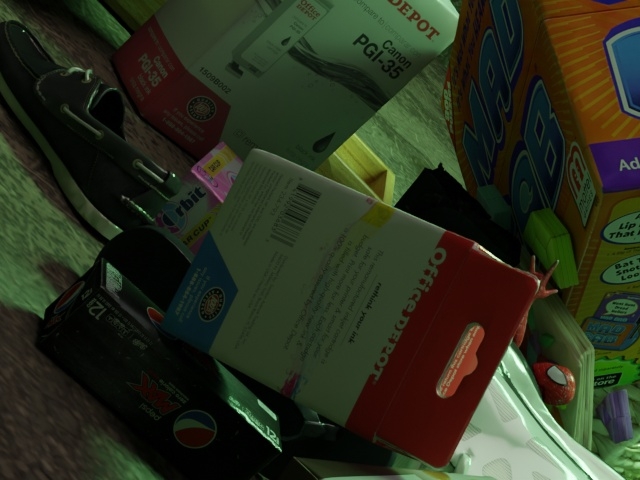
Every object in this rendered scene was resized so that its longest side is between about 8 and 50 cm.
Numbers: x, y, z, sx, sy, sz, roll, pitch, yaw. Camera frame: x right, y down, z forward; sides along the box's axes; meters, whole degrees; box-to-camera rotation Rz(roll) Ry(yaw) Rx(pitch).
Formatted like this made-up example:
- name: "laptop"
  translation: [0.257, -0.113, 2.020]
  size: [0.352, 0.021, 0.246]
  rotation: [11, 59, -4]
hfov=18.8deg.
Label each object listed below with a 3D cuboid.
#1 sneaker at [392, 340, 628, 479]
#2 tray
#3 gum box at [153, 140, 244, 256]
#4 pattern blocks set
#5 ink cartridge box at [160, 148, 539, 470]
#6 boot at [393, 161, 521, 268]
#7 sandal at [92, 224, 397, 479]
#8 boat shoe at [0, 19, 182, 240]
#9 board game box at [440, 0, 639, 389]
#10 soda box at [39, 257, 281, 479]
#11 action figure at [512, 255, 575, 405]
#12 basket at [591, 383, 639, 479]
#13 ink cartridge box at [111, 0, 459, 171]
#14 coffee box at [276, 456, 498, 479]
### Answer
- name: "sneaker"
  translation: [0.103, 0.193, 1.408]
  size: [0.447, 0.169, 0.257]
  rotation: [39, 20, -8]
- name: "tray"
  translation: [-0.084, -0.177, 2.180]
  size: [0.411, 0.076, 0.203]
  rotation: [45, 12, -7]
- name: "gum box"
  translation: [-0.082, -0.019, 1.693]
  size: [0.107, 0.062, 0.188]
  rotation: [47, 12, -4]
- name: "pattern blocks set"
  translation: [0.197, 0.104, 1.696]
  size: [0.325, 0.026, 0.285]
  rotation: [-123, -156, -61]
- name: "ink cartridge box"
  translation: [0.029, 0.047, 1.199]
  size: [0.231, 0.134, 0.078]
  rotation: [26, -3, 35]
- name: "boot"
  translation: [0.088, 0.071, 1.649]
  size: [0.094, 0.207, 0.246]
  rotation: [34, 18, -46]
- name: "sandal"
  translation: [-0.061, 0.093, 1.355]
  size: [0.254, 0.097, 0.054]
  rotation: [38, 10, 4]
- name: "boat shoe"
  translation: [-0.190, -0.099, 1.542]
  size: [0.233, 0.079, 0.084]
  rotation: [53, 14, 30]
- name: "board game box"
  translation: [0.343, -0.114, 1.785]
  size: [0.356, 0.357, 0.356]
  rotation: [98, -19, -58]
- name: "soda box"
  translation: [-0.103, 0.092, 1.265]
  size: [0.169, 0.060, 0.053]
  rotation: [44, 13, -18]
- name: "action figure"
  translation: [0.080, 0.051, 1.552]
  size: [0.280, 0.139, 0.091]
  rotation: [18, 3, -1]
- name: "basket"
  translation: [0.287, 0.106, 2.098]
  size: [0.328, 0.266, 0.331]
  rotation: [52, 13, 21]
- name: "ink cartridge box"
  translation: [-0.031, -0.199, 1.918]
  size: [0.207, 0.283, 0.117]
  rotation: [37, 15, -39]
- name: "coffee box"
  translation: [0.041, 0.210, 1.111]
  size: [0.098, 0.141, 0.246]
  rotation: [39, 10, 29]
